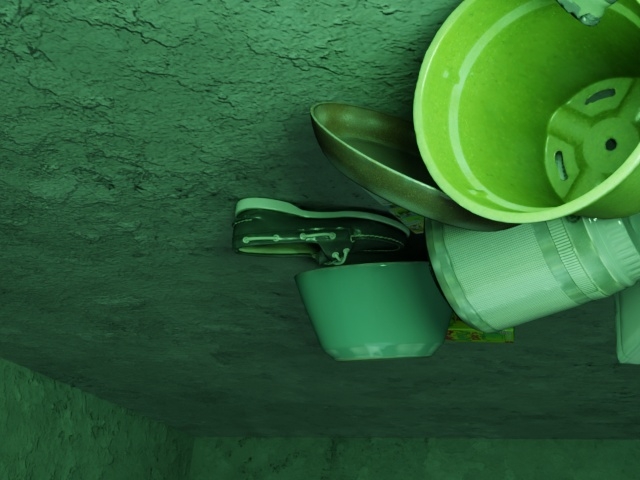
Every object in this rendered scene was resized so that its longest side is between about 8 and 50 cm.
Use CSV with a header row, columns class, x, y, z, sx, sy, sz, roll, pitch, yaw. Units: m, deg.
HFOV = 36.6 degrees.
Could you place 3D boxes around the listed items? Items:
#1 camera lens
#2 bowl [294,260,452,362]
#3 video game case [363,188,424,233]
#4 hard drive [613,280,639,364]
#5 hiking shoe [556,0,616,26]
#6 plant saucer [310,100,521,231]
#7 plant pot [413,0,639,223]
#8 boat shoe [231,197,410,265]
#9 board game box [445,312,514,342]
class,x,y,z,sx,sy,sz,roll,pitch,yaw
camera lens,0.297,-0.005,1.342,0.274,0.219,0.219,-22,147,28
bowl,0.111,0.137,1.767,0.312,0.163,0.311,-4,172,-1
video game case,0.205,-0.073,1.505,0.227,0.026,0.206,-9,154,30
hard drive,0.489,0.020,1.388,0.047,0.232,0.353,4,158,2
hiking shoe,0.216,-0.305,0.876,0.114,0.086,0.227,-42,123,16
plant saucer,0.125,-0.087,1.188,0.311,0.050,0.310,21,-161,-8
plant pot,0.285,-0.132,1.072,0.276,0.276,0.254,-10,164,34
boat shoe,0.000,0.000,1.641,0.303,0.091,0.114,6,158,0
board game box,0.326,0.187,2.093,0.181,0.043,0.092,0,158,13
